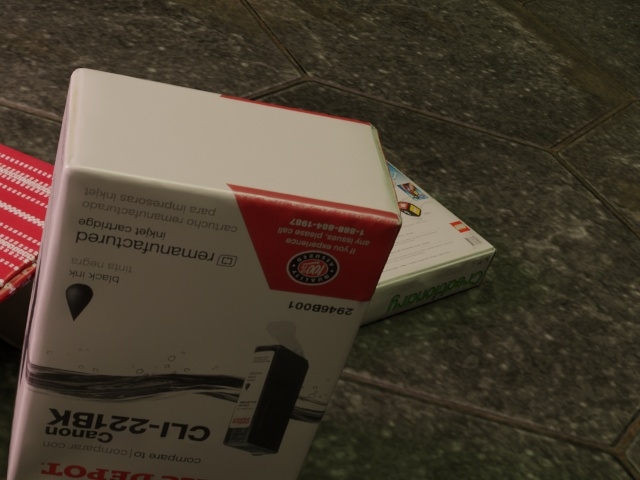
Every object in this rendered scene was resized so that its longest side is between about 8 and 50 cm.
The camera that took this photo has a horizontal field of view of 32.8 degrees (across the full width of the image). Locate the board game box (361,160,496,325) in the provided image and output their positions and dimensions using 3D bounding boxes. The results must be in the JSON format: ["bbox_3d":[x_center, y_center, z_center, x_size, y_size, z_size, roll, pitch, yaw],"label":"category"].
[{"bbox_3d":[0.000,0.000,1.034,0.305,0.053,0.193,-14,45,-42],"label":"board game box"}]

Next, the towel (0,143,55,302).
[{"bbox_3d":[-0.303,0.018,0.776,0.199,0.031,0.275,22,47,26],"label":"towel"}]

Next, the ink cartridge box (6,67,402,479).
[{"bbox_3d":[-0.087,0.047,0.712,0.197,0.273,0.114,9,37,-15],"label":"ink cartridge box"}]

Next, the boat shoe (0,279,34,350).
[{"bbox_3d":[-0.247,0.028,0.844,0.206,0.075,0.065,20,34,11],"label":"boat shoe"}]
